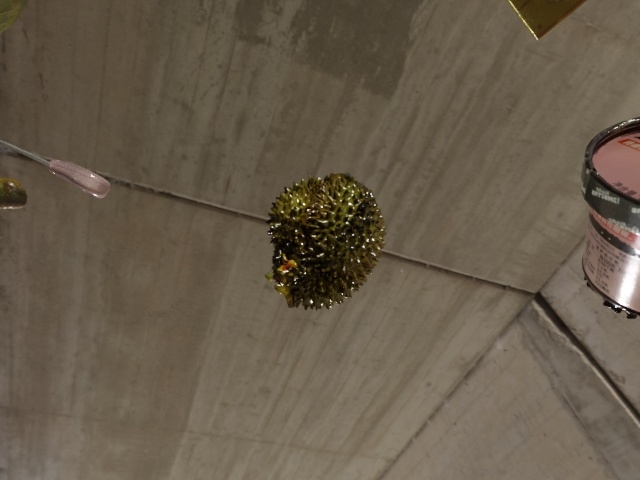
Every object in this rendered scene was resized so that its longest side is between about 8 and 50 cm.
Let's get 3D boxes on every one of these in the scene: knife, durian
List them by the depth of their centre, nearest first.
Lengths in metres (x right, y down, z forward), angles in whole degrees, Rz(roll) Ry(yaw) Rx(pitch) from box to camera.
[{"bbox_3d":[0.011,0.000,0.866,0.293,0.258,0.258,-84,-164,-50],"label":"durian"},{"bbox_3d":[-0.585,-0.168,0.924,0.043,0.335,0.081,-62,159,-11],"label":"knife"}]

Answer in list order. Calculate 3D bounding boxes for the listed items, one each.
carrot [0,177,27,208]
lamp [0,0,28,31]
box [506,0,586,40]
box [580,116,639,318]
[{"bbox_3d":[-0.610,-0.079,0.656,0.260,0.070,0.070,-5,117,-58],"label":"carrot"},{"bbox_3d":[-0.443,-0.322,0.423,0.250,0.284,0.250,4,90,-66],"label":"lamp"},{"bbox_3d":[0.210,-0.291,0.419,0.089,0.156,0.022,-36,-160,32],"label":"box"},{"bbox_3d":[0.295,-0.012,0.351,0.151,0.151,0.135,-95,172,-52],"label":"box"}]
